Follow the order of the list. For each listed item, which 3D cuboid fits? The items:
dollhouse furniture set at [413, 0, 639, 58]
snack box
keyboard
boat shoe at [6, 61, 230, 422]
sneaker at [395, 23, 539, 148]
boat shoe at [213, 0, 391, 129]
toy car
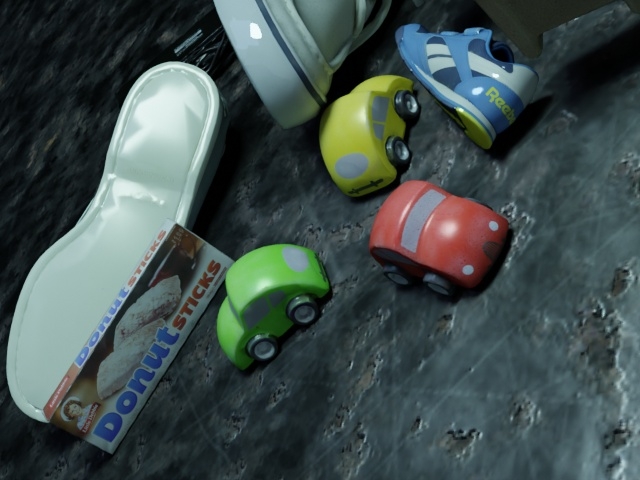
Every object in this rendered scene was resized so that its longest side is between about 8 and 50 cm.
[{"bbox_3d":[0.138,-0.252,0.715,0.262,0.135,0.259,-21,39,29],"label":"dollhouse furniture set"},{"bbox_3d":[-0.140,0.074,0.884,0.178,0.064,0.022,-58,33,-6],"label":"snack box"},{"bbox_3d":[-0.118,-0.181,1.124,0.192,0.038,0.100,-40,27,6],"label":"keyboard"},{"bbox_3d":[-0.162,0.007,0.976,0.099,0.116,0.320,67,-135,-78],"label":"boat shoe"},{"bbox_3d":[0.098,-0.115,0.772,0.059,0.053,0.144,-43,39,7],"label":"sneaker"},{"bbox_3d":[0.006,-0.221,0.926,0.156,0.136,0.367,-25,28,12],"label":"boat shoe"},{"bbox_3d":[0.000,0.000,0.784,0.225,0.053,0.239,-44,34,16],"label":"toy car"}]
